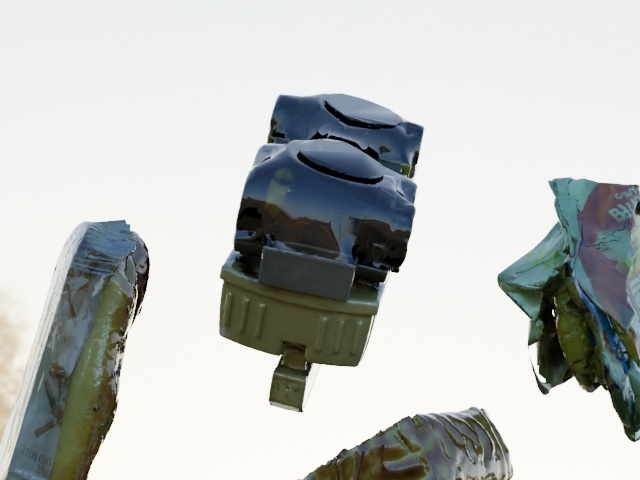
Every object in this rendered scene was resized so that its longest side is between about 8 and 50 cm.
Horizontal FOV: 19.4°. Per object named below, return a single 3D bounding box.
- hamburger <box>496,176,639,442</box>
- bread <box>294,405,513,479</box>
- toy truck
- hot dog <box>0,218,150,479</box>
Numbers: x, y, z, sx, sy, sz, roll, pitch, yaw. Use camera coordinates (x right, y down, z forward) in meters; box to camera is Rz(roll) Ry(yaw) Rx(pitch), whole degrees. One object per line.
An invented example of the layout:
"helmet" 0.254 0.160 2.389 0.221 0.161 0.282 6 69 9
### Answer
"hamburger" 0.288 0.081 1.987 0.150 0.276 0.260 -8 -12 24
"bread" 0.080 0.236 1.816 0.181 0.096 0.222 -33 -16 22
"toy truck" 0.000 0.000 1.965 0.181 0.254 0.405 14 22 0
"hot dog" -0.204 0.111 1.562 0.082 0.270 0.162 18 -2 -13
